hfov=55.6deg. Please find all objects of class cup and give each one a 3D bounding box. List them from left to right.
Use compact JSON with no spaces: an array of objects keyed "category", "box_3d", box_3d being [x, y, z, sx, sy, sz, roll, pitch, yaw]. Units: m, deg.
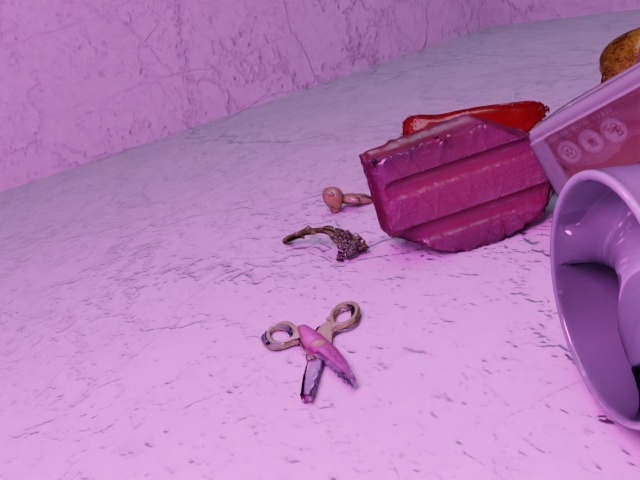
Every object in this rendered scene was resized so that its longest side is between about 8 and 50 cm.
[{"category":"cup","box_3d":[0.369,0.025,0.480,0.312,0.206,0.205,-8,22,1]}]

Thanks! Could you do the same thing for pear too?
[{"category":"pear","box_3d":[0.648,-0.334,1.202,0.197,0.197,0.197,-12,22,5]}]

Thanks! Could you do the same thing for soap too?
[{"category":"soap","box_3d":[0.221,-0.090,0.902,0.289,0.182,0.112,-19,22,-1]}]

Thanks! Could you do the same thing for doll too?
[{"category":"doll","box_3d":[0.051,-0.085,1.164,0.093,0.051,0.061,-17,15,-11]}]

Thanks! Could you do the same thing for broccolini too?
[{"category":"broccolini","box_3d":[-0.001,-0.007,1.006,0.054,0.052,0.194,-25,24,-35]}]

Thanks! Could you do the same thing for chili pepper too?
[{"category":"chili pepper","box_3d":[0.292,-0.231,1.300,0.387,0.110,0.110,-9,22,10]}]

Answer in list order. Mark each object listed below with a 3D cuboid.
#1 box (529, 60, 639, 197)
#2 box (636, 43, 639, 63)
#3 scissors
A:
[{"category":"box","box_3d":[0.408,-0.124,0.711,0.175,0.182,0.312,-33,1,-36]},{"category":"box","box_3d":[0.622,-0.234,0.866,0.301,0.301,0.216,-25,29,-26]},{"category":"scissors","box_3d":[-0.003,0.128,0.719,0.133,0.020,0.187,-18,20,-2]}]
